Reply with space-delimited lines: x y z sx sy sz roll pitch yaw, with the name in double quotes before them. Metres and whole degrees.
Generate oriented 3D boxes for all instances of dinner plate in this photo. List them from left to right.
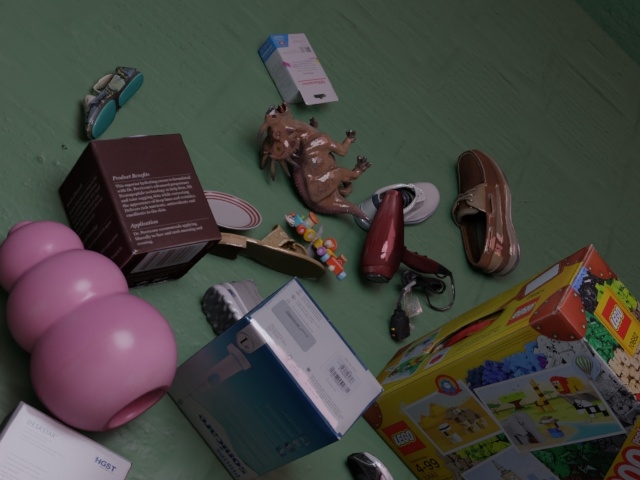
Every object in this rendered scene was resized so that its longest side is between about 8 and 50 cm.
"dinner plate" -0.177 -0.052 1.476 0.141 0.017 0.141 17 26 -9

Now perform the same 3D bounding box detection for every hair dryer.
"hair dryer" 0.169 0.038 1.656 0.223 0.080 0.293 -30 109 -46

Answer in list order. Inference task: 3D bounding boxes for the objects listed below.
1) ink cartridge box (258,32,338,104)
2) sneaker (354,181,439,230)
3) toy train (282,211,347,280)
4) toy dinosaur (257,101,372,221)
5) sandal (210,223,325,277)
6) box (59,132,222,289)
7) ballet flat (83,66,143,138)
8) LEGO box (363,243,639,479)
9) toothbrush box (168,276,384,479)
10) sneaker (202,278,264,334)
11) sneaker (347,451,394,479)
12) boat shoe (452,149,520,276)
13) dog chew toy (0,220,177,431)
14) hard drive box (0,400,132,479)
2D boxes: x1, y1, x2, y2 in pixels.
"ink cartridge box" -0.048 -0.363 1.764 0.104 0.061 0.181 -16 74 -41
"sneaker" 0.190 -0.083 1.755 0.258 0.091 0.094 -22 79 -43
"toy train" 0.000 0.000 1.550 0.166 0.046 0.125 49 3 2
"toy dinosaur" -0.019 -0.144 1.623 0.200 0.127 0.295 -32 100 -35
"sandal" -0.095 0.002 1.493 0.240 0.088 0.079 14 62 -24
"box" -0.297 -0.044 1.312 0.168 0.167 0.203 -11 71 -40
"ballet flat" -0.391 -0.252 1.450 0.070 0.070 0.188 39 46 -12
"LEGO box" 0.367 0.293 1.381 0.372 0.500 0.193 48 46 -2
"toothbrush box" -0.083 0.224 1.225 0.216 0.295 0.126 51 45 1
"sneaker" -0.083 0.181 1.382 0.115 0.105 0.281 -24 80 -43
"sneaker" 0.094 0.451 1.382 0.077 0.072 0.178 -25 75 -32
"boat shoe" 0.373 -0.075 1.872 0.116 0.123 0.324 7 59 -32
"dog chew toy" -0.355 0.109 1.165 0.206 0.206 0.332 -23 69 -43
"hard drive box" -0.386 0.363 1.055 0.181 0.089 0.232 35 49 -15
